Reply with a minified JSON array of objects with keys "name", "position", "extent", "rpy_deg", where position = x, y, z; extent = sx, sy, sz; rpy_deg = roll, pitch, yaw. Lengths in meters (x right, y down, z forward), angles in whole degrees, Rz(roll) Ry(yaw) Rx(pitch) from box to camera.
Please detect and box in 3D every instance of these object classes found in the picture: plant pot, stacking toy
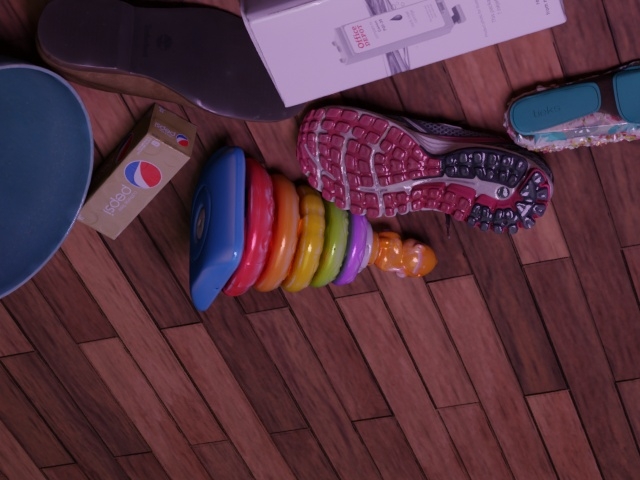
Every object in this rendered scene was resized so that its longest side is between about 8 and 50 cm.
[{"name":"plant pot","position":[-0.429,-0.092,1.780],"extent":[0.195,0.290,0.290],"rpy_deg":[28,147,33]},{"name":"stacking toy","position":[0.000,0.000,1.890],"extent":[0.302,0.165,0.175],"rpy_deg":[8,152,-17]}]

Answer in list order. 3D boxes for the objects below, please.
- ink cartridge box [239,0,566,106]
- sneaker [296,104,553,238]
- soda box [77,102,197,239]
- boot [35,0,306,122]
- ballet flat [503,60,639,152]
[{"name":"ink cartridge box","position":[0.072,-0.266,1.517],"extent":[0.283,0.207,0.117],"rpy_deg":[-16,131,9]},{"name":"sneaker","position":[0.117,-0.081,1.810],"extent":[0.299,0.112,0.120],"rpy_deg":[16,111,8]},{"name":"soda box","position":[-0.222,-0.080,1.886],"extent":[0.061,0.058,0.181],"rpy_deg":[29,131,-21]},{"name":"boot","position":[-0.165,-0.196,1.756],"extent":[0.305,0.112,0.115],"rpy_deg":[14,166,-12]},{"name":"ballet flat","position":[0.323,-0.144,1.747],"extent":[0.241,0.091,0.077],"rpy_deg":[-4,165,17]}]
